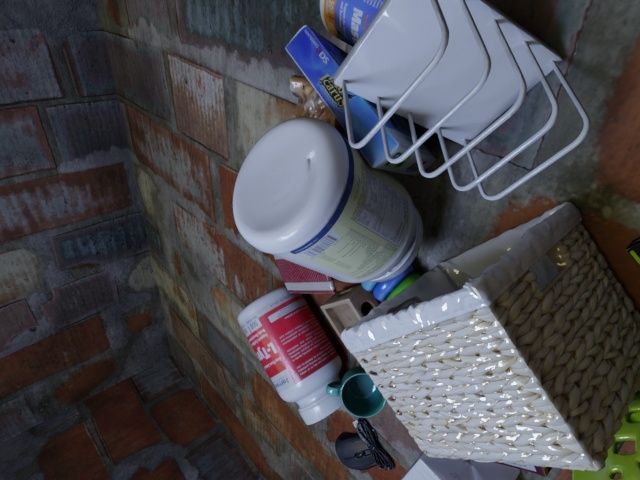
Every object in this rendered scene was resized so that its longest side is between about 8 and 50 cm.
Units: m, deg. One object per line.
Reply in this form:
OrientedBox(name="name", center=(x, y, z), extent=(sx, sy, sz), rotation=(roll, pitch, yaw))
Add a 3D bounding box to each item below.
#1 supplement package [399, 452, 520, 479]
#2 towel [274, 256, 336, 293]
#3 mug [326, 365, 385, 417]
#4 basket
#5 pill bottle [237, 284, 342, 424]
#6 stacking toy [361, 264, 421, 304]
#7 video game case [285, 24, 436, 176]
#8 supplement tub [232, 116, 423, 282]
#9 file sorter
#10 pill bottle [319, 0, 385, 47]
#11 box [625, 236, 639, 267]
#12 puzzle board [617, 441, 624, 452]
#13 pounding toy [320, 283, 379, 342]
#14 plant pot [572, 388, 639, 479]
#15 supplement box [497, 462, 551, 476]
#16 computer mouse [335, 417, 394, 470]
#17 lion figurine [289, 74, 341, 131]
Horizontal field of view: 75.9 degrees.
OrientedBox(name="supplement package", center=(0.314, 0.611, 1.021), extent=(0.178, 0.175, 0.292), rotation=(41, 137, 27))
OrientedBox(name="towel", center=(-0.077, -0.001, 1.188), extent=(0.237, 0.037, 0.328), rotation=(-8, 104, 53))
OrientedBox(name="mug", center=(0.112, 0.429, 1.205), extent=(0.158, 0.129, 0.097), rotation=(36, -178, 1))
OrientedBox(name="basket", center=(0.279, 0.158, 0.679), extent=(0.266, 0.329, 0.331), rotation=(60, 144, 5))
OrientedBox(name="pill bottle", center=(-0.077, 0.364, 1.333), extent=(0.407, 0.229, 0.229), rotation=(57, 144, 12))
OrientedBox(name="stacking toy", center=(0.198, 0.125, 0.947), extent=(0.330, 0.141, 0.141), rotation=(45, 140, 17))
OrientedBox(name="video game case", center=(0.088, -0.246, 0.763), extent=(0.061, 0.244, 0.269), rotation=(-39, 76, 25))
OrientedBox(name="supplement tub", center=(0.029, -0.053, 0.765), extent=(0.236, 0.325, 0.235), rotation=(-16, 64, 35))
OrientedBox(name="file sorter", center=(0.192, -0.192, 0.570), extent=(0.193, 0.278, 0.172), rotation=(-44, 41, 45))
OrientedBox(name="pill bottle", center=(0.138, -0.375, 0.697), extent=(0.272, 0.153, 0.152), rotation=(44, 139, 29))
OrientedBox(name="box", center=(0.543, 0.043, 0.518), extent=(0.190, 0.045, 0.184), rotation=(56, 146, 11))
OrientedBox(name="puzzle board", center=(0.463, 0.302, 0.694), extent=(0.096, 0.128, 0.011), rotation=(43, 147, 28))
OrientedBox(name="pounding toy", center=(0.133, 0.224, 1.111), extent=(0.181, 0.094, 0.205), rotation=(-27, 97, 50))
OrientedBox(name="plant pot", center=(0.503, 0.306, 0.533), extent=(0.227, 0.228, 0.207), rotation=(41, 136, 1))
OrientedBox(name="supplement box", center=(0.388, 0.324, 0.750), extent=(0.104, 0.188, 0.080), rotation=(-17, 94, 54))
OrientedBox(name="computer mouse", center=(0.120, 0.730, 1.428), extent=(0.188, 0.072, 0.272), rotation=(56, 143, 12))
OrientedBox(name="lion figurine", center=(-0.022, -0.181, 0.955), extent=(0.240, 0.142, 0.391), rotation=(-20, 70, 61))
